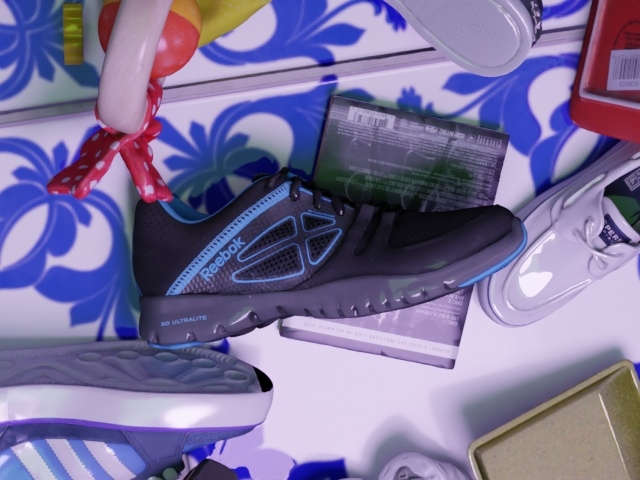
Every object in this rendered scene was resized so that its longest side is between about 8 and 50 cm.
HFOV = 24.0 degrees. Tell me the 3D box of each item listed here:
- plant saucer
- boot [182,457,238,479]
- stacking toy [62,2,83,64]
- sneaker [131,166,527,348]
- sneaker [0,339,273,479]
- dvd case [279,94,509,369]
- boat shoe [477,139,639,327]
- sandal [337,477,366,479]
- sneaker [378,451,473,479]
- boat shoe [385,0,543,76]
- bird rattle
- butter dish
[{"bbox_3d":[0.226,0.226,1.369,0.188,0.045,0.188,-25,102,-22],"label":"plant saucer"},{"bbox_3d":[-0.153,0.273,1.254,0.077,0.137,0.197,40,61,-37],"label":"boot"},{"bbox_3d":[-0.280,-0.258,1.254,0.167,0.052,0.221,0,97,-8],"label":"stacking toy"},{"bbox_3d":[0.000,0.000,1.265,0.341,0.125,0.139,-10,88,8],"label":"sneaker"},{"bbox_3d":[-0.206,0.219,1.307,0.323,0.130,0.236,0,108,-11],"label":"sneaker"},{"bbox_3d":[0.066,-0.005,1.347,0.165,0.018,0.221,11,97,-9],"label":"dvd case"},{"bbox_3d":[0.246,-0.018,1.329,0.258,0.084,0.095,-46,104,0],"label":"boat shoe"},{"bbox_3d":[0.047,0.422,1.365,0.102,0.169,0.416,-13,96,38],"label":"sandal"},{"bbox_3d":[0.123,0.303,1.338,0.115,0.090,0.232,7,74,-48],"label":"sneaker"},{"bbox_3d":[0.067,-0.265,1.273,0.302,0.091,0.114,47,127,-12],"label":"boat shoe"},{"bbox_3d":[-0.147,-0.154,1.200,0.143,0.207,0.253,26,71,4],"label":"bird rattle"},{"bbox_3d":[0.309,-0.159,1.301,0.118,0.160,0.159,8,98,-31],"label":"butter dish"}]
